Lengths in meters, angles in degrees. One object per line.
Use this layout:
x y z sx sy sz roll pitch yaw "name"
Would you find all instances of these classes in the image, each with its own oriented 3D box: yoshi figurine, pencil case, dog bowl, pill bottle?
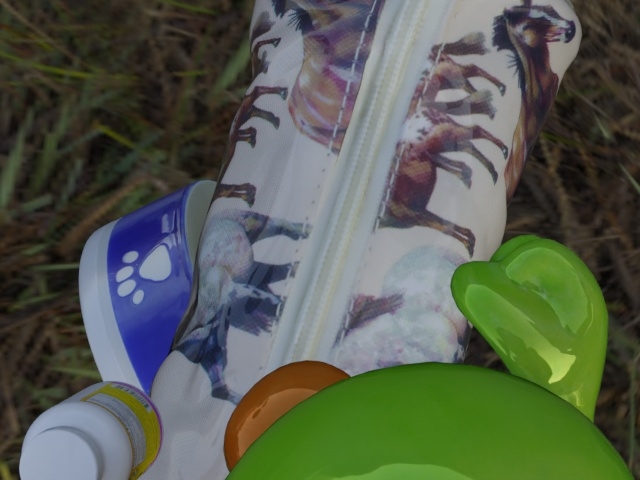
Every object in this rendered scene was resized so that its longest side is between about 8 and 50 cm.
0.013 0.096 0.499 0.203 0.362 0.203 3 88 -22 "yoshi figurine"
-0.003 0.049 0.822 0.160 0.183 0.410 19 79 -6 "pencil case"
-0.084 0.086 1.475 0.104 0.265 0.265 -27 85 18 "dog bowl"
-0.091 0.082 0.693 0.043 0.083 0.043 1 94 9 "pill bottle"
